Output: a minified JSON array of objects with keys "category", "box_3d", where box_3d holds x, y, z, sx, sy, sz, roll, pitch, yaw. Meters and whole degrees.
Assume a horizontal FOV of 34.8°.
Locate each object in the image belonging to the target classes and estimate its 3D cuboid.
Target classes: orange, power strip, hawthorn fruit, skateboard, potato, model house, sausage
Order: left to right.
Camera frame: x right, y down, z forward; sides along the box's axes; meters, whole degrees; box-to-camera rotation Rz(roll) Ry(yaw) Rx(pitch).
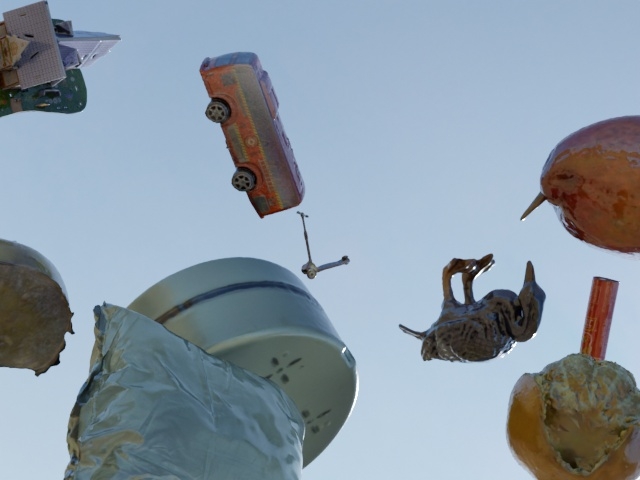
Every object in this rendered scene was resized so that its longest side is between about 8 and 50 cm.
[{"category":"potato","box_3d":[-0.339,0.044,0.927,0.098,0.243,0.138,49,-64,34]},{"category":"model house","box_3d":[-0.298,-0.201,1.118,0.088,0.167,0.117,-12,-89,36]},{"category":"power strip","box_3d":[-0.138,0.201,1.376,0.161,0.357,0.358,53,-28,42]},{"category":"skateboard","box_3d":[0.000,0.000,1.278,0.032,0.063,0.083,-145,-140,-68]},{"category":"orange","box_3d":[0.269,0.193,1.051,0.156,0.134,0.157,1,-83,13]},{"category":"sausage","box_3d":[0.340,0.110,1.256,0.034,0.034,0.130,14,-84,43]},{"category":"hawthorn fruit","box_3d":[0.411,-0.072,1.439,0.210,0.262,0.211,176,-90,-87]}]

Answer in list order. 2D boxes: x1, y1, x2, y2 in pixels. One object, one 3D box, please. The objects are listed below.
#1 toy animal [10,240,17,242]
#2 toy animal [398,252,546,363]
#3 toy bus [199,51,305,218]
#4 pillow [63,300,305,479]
[{"category":"toy animal","box_3d":[-0.406,0.033,1.044,0.131,0.181,0.127,49,1,-23]},{"category":"toy animal","box_3d":[0.257,0.126,1.726,0.298,0.122,0.185,-38,-121,36]},{"category":"toy bus","box_3d":[-0.076,-0.122,1.167,0.077,0.065,0.192,-15,-65,10]},{"category":"pillow","box_3d":[-0.129,0.221,1.086,0.310,0.283,0.138,34,-61,-29]}]
